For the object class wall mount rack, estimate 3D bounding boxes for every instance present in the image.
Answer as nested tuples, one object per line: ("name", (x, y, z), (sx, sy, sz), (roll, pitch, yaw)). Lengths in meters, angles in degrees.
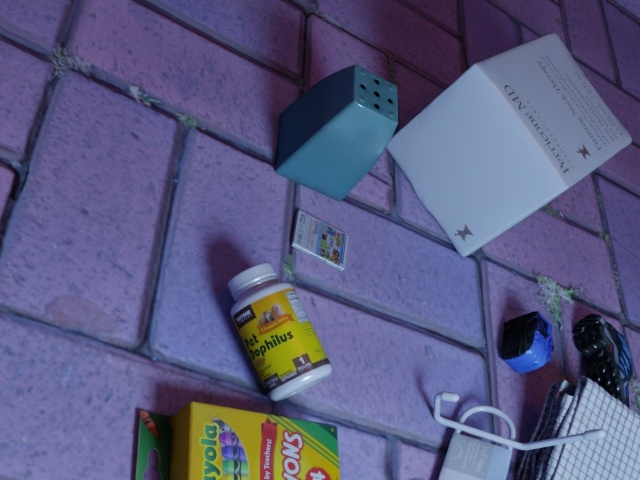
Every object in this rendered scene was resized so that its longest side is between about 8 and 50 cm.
("wall mount rack", (0.320, 0.408, 1.410), (0.304, 0.131, 0.350), (13, 43, 16))

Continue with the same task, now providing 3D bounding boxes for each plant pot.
("plant pot", (0.042, -0.228, 1.610), (0.165, 0.234, 0.166), (22, 51, -26))

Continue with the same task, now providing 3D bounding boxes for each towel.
("towel", (0.530, 0.444, 1.613), (0.235, 0.121, 0.284), (34, 64, -14))

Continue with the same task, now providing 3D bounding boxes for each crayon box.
("crayon box", (-0.117, 0.363, 1.205), (0.318, 0.081, 0.202), (16, 54, -30))

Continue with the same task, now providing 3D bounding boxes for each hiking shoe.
("hiking shoe", (0.679, 0.312, 1.852), (0.132, 0.113, 0.304), (24, 50, -24))

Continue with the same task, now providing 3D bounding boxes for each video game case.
("video game case", (0.000, 0.000, 1.586), (0.122, 0.011, 0.087), (27, 48, -22))

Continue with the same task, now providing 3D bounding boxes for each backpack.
("backpack", (0.453, 0.229, 1.737), (0.101, 0.098, 0.120), (42, 44, -14))

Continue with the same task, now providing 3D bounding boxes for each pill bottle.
("pill bottle", (-0.075, 0.151, 1.351), (0.117, 0.117, 0.215), (-14, 72, -43))

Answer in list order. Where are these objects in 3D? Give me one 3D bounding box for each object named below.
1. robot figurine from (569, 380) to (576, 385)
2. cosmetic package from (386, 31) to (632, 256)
("robot figurine", (0.566, 0.365, 1.760), (0.101, 0.067, 0.115), (28, 48, -28))
("cosmetic package", (0.436, -0.226, 1.858), (0.393, 0.327, 0.329), (-29, 83, -45))
